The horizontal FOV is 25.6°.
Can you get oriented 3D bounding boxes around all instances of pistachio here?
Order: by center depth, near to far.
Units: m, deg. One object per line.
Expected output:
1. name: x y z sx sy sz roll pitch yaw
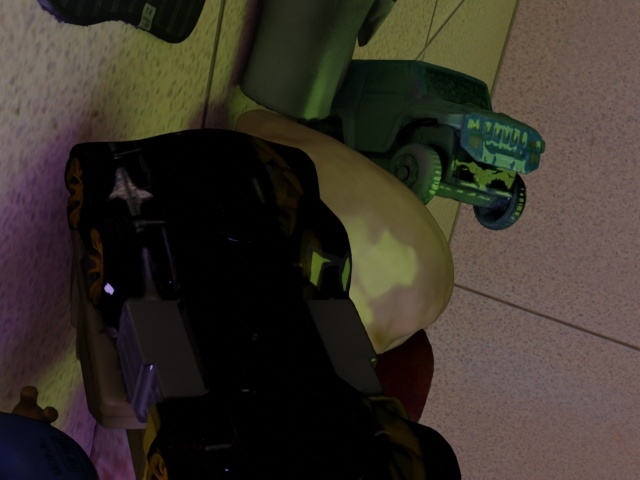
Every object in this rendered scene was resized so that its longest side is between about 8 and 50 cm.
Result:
1. pistachio: 0.000 0.000 1.303 0.318 0.193 0.214 46 28 -39

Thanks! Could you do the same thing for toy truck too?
1. toy truck: -0.065 0.109 0.922 0.405 0.181 0.254 -115 -149 -46
2. toy truck: 0.097 -0.105 1.488 0.155 0.279 0.156 11 89 -38

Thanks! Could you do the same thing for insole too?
1. insole: -0.127 -0.183 0.950 0.309 0.012 0.110 12 96 -79

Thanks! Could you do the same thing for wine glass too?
1. wine glass: 0.002 -0.228 1.263 0.103 0.103 0.231 -43 153 -68

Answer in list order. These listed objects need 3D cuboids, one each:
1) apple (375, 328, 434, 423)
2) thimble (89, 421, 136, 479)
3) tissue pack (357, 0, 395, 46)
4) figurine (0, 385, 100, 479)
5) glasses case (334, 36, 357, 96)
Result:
1. apple: -0.007 0.223 1.534 0.365 0.329 0.295 -72 142 -76
2. thimble: -0.082 0.198 1.237 0.239 0.239 0.162 -41 150 -69
3. tissue pack: 0.053 -0.281 1.442 0.193 0.026 0.122 137 -53 -81
4. figurine: -0.218 0.229 0.891 0.158 0.161 0.275 -16 135 -25
5. glasses case: 0.010 -0.233 1.406 0.233 0.059 0.092 94 11 -53
